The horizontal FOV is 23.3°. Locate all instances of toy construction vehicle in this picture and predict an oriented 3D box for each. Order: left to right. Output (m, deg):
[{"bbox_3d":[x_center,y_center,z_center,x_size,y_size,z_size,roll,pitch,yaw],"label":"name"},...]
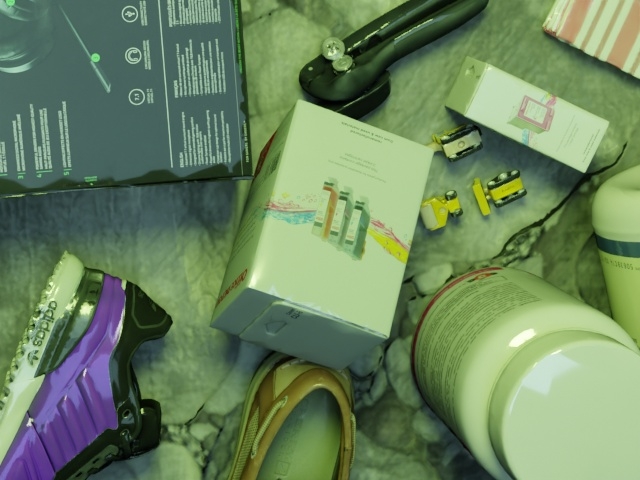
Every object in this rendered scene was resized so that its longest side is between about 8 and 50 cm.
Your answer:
[{"bbox_3d":[0.125,-0.059,1.397,0.098,0.035,0.086,-27,112,-2],"label":"toy construction vehicle"}]

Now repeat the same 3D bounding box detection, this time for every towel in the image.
[{"bbox_3d":[0.313,-0.213,1.404,0.197,0.029,0.144,23,94,-15],"label":"towel"}]

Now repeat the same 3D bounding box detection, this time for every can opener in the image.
[{"bbox_3d":[0.063,-0.176,1.364,0.186,0.073,0.059,-37,63,-5],"label":"can opener"}]

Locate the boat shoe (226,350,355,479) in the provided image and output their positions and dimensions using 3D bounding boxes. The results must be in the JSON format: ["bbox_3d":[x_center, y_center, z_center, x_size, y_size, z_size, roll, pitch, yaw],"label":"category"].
[{"bbox_3d":[-0.038,0.254,1.368,0.122,0.120,0.324,7,97,-10],"label":"boat shoe"}]

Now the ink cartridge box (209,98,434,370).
[{"bbox_3d":[0.000,0.000,1.301,0.127,0.128,0.176,21,68,-11],"label":"ink cartridge box"}]

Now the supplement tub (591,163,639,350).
[{"bbox_3d":[0.377,0.088,1.349,0.235,0.235,0.325,-14,100,-7],"label":"supplement tub"}]

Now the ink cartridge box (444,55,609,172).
[{"bbox_3d":[0.178,-0.112,1.366,0.122,0.088,0.052,25,96,-11],"label":"ink cartridge box"}]

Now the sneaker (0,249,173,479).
[{"bbox_3d":[-0.213,0.169,1.338,0.146,0.102,0.293,22,94,-12],"label":"sneaker"}]

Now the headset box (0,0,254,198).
[{"bbox_3d":[-0.207,-0.165,1.277,0.283,0.131,0.246,-6,99,-8],"label":"headset box"}]

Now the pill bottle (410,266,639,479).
[{"bbox_3d":[0.179,0.120,1.299,0.160,0.283,0.160,-1,98,-8],"label":"pill bottle"}]
